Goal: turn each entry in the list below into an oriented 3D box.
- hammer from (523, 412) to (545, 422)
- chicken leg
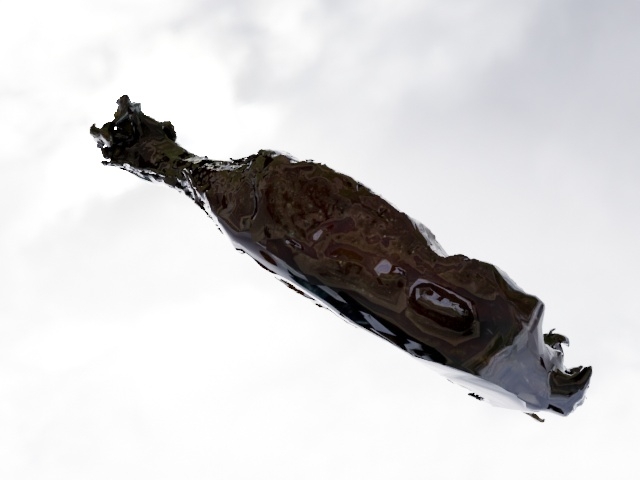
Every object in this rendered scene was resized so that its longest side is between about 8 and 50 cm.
[{"bbox_3d":[0.141,0.124,1.363,0.014,0.123,0.029,-56,-165,11],"label":"hammer"},{"bbox_3d":[0.000,0.000,0.668,0.253,0.106,0.051,31,-95,20],"label":"chicken leg"}]
